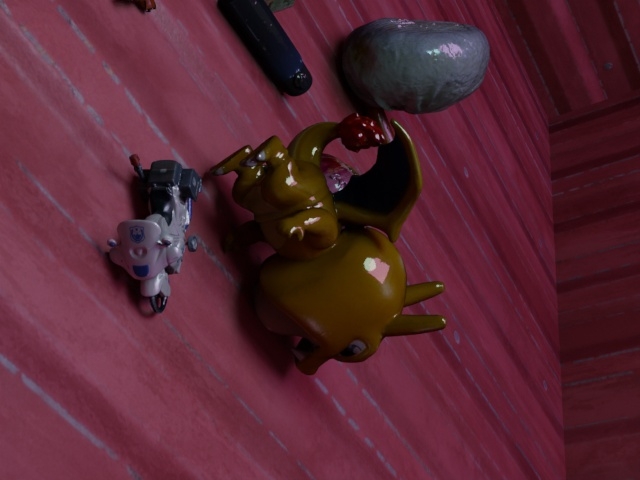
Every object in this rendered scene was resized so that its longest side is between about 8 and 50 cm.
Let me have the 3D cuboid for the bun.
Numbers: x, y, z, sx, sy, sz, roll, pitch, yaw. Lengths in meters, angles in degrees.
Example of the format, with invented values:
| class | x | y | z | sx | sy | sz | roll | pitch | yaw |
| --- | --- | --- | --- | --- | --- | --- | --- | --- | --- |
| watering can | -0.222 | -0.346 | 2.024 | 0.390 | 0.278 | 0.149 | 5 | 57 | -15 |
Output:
| class | x | y | z | sx | sy | sz | roll | pitch | yaw |
| --- | --- | --- | --- | --- | --- | --- | --- | --- | --- |
| bun | 0.220 | -0.407 | 2.088 | 0.362 | 0.361 | 0.211 | -29 | 125 | -63 |

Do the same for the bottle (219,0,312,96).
| class | x | y | z | sx | sy | sz | roll | pitch | yaw |
| --- | --- | --- | --- | --- | --- | --- | --- | --- | --- |
| bottle | -0.098 | -0.383 | 1.721 | 0.082 | 0.072 | 0.244 | 36 | -13 | 52 |

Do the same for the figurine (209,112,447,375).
| class | x | y | z | sx | sy | sz | roll | pitch | yaw |
| --- | --- | --- | --- | --- | --- | --- | --- | --- | --- |
| figurine | 0.016 | 0.000 | 1.427 | 0.268 | 0.401 | 0.387 | -42 | 108 | -41 |

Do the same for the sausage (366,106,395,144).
| class | x | y | z | sx | sy | sz | roll | pitch | yaw |
| --- | --- | --- | --- | --- | --- | --- | --- | --- | --- |
| sausage | 0.152 | -0.265 | 2.173 | 0.039 | 0.041 | 0.131 | -37 | 108 | -49 |

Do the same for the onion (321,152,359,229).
| class | x | y | z | sx | sy | sz | roll | pitch | yaw |
| --- | --- | --- | --- | --- | --- | --- | --- | --- | --- |
| onion | 0.016 | -0.081 | 1.687 | 0.177 | 0.153 | 0.177 | 39 | 34 | -34 |

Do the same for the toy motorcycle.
| class | x | y | z | sx | sy | sz | roll | pitch | yaw |
| --- | --- | --- | --- | --- | --- | --- | --- | --- | --- |
| toy motorcycle | -0.224 | -0.020 | 1.244 | 0.150 | 0.102 | 0.221 | 72 | 19 | -56 |

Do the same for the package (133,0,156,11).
| class | x | y | z | sx | sy | sz | roll | pitch | yaw |
| --- | --- | --- | --- | --- | --- | --- | --- | --- | --- |
| package | -0.294 | -0.393 | 1.397 | 0.077 | 0.033 | 0.111 | 45 | 16 | -5 |

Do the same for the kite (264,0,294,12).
| class | x | y | z | sx | sy | sz | roll | pitch | yaw |
| --- | --- | --- | --- | --- | --- | --- | --- | --- | --- |
| kite | -0.074 | -0.537 | 1.787 | 0.268 | 0.013 | 0.323 | -59 | 169 | -21 |
